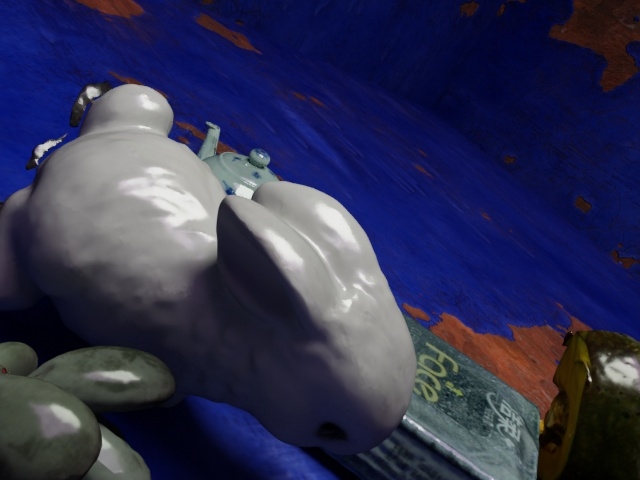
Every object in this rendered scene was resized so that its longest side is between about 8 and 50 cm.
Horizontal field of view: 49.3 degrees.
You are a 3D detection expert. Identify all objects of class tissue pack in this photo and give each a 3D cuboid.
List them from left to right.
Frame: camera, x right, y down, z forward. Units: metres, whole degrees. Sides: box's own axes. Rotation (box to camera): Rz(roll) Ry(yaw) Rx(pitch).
[{"bbox_3d":[0.075,0.159,0.739,0.315,0.103,0.228,35,22,8],"label":"tissue pack"}]

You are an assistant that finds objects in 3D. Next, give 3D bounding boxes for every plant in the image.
[{"bbox_3d":[-0.225,0.090,0.422,0.274,0.146,0.149,36,-7,-26],"label":"plant"}]

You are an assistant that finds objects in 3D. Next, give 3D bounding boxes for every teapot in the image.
[{"bbox_3d":[-0.104,-0.051,0.892,0.159,0.159,0.232,3,35,-52],"label":"teapot"}]

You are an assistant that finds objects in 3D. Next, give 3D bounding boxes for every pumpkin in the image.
[{"bbox_3d":[0.321,0.191,0.799,0.139,0.190,0.280,11,4,1],"label":"pumpkin"}]

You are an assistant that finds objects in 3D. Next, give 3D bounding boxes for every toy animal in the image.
[{"bbox_3d":[-0.086,0.029,0.563,0.357,0.258,0.194,19,17,23],"label":"toy animal"}]
